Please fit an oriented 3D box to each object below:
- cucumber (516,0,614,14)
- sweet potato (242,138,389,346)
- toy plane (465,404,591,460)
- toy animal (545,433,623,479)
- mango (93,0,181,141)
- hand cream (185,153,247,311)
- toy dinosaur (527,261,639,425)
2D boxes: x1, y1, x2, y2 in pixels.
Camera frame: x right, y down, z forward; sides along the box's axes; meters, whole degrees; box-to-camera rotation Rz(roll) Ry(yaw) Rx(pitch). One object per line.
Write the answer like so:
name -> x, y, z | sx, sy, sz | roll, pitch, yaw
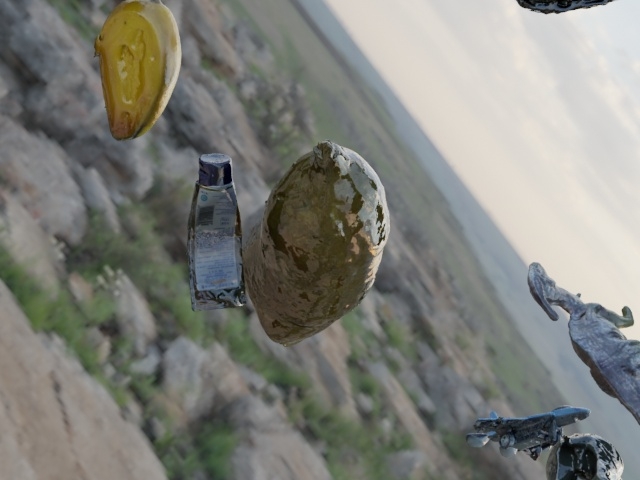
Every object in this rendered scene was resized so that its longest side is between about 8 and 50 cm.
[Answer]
cucumber -> 0.285, -0.266, 1.284 | 0.053, 0.181, 0.053 | -10, 90, -88
sweet potato -> 0.000, 0.000, 1.363 | 0.158, 0.158, 0.369 | 53, -25, 9
toy plane -> 0.367, 0.324, 2.119 | 0.169, 0.246, 0.078 | 24, 66, -29
toy animal -> 0.284, 0.298, 1.212 | 0.146, 0.114, 0.245 | -39, 123, -77
mango -> -0.214, -0.205, 1.474 | 0.101, 0.187, 0.066 | 15, 18, 17
hand cream -> -0.108, -0.008, 1.301 | 0.039, 0.062, 0.163 | -145, -127, -62
toy dinosaur -> 0.376, 0.141, 1.616 | 0.294, 0.077, 0.162 | 44, 31, 27
